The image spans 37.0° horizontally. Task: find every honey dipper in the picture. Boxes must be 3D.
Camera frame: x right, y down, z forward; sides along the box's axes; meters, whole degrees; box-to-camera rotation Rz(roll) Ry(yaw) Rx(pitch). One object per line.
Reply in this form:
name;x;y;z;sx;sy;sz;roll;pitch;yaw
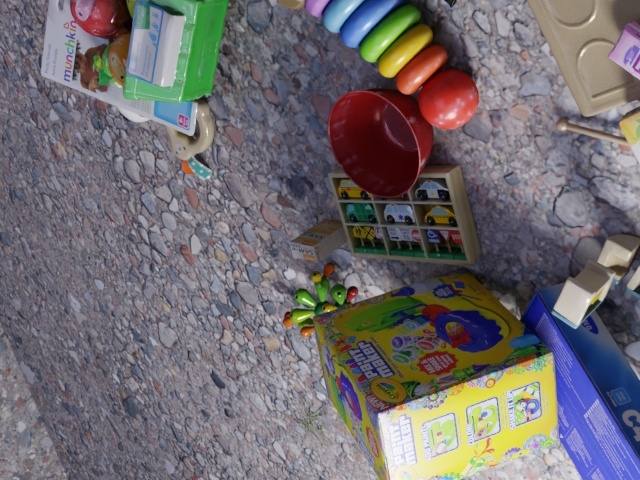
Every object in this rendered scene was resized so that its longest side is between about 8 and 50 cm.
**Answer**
honey dipper;0.393;-0.140;1.300;0.161;0.030;0.030;22;131;39

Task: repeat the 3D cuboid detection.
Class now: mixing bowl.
mixing bowl;0.111;-0.168;1.512;0.181;0.098;0.181;27;133;32

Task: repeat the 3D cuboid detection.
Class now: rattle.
rattle;-0.286;-0.186;1.885;0.130;0.142;0.199;21;127;10

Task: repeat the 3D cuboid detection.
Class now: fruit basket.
fruit basket;-0.353;-0.389;1.707;0.353;0.165;0.327;21;116;12

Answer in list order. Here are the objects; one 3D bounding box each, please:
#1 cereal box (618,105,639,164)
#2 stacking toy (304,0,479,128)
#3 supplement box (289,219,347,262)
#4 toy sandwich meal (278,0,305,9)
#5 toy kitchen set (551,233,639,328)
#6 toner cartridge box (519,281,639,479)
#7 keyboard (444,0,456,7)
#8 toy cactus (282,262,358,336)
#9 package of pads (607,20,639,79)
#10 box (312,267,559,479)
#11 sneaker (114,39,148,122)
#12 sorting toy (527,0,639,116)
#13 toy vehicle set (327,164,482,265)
cereal box;0.504;-0.083;1.185;0.173;0.047;0.240;-24;99;38
stacking toy;0.104;-0.296;1.407;0.330;0.141;0.141;49;142;1
supplement box;0.000;0.000;1.749;0.062;0.098;0.036;9;123;42
toy sandwich meal;-0.048;-0.418;1.553;0.086;0.029;0.085;27;138;27
toy kitchen set;0.445;0.112;1.314;0.207;0.166;0.122;33;137;26
toner cartridge box;0.405;0.247;1.401;0.165;0.075;0.347;104;147;-53
keyboard;0.199;-0.407;1.309;0.108;0.023;0.180;46;142;21
toy cactus;0.029;0.144;1.846;0.180;0.112;0.219;35;139;-5
package of pads;0.397;-0.223;1.165;0.083;0.032;0.050;43;147;19
box;0.174;0.216;1.498;0.290;0.279;0.177;-130;26;-59
sneaker;-0.366;-0.364;1.856;0.123;0.106;0.290;12;124;44
sorting toy;0.355;-0.323;1.200;0.229;0.041;0.307;-16;105;55
toy vehicle set;0.139;-0.045;1.622;0.267;0.035;0.166;3;119;45
